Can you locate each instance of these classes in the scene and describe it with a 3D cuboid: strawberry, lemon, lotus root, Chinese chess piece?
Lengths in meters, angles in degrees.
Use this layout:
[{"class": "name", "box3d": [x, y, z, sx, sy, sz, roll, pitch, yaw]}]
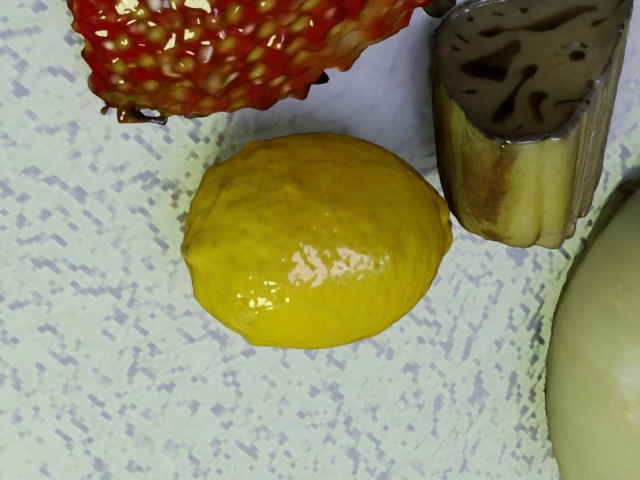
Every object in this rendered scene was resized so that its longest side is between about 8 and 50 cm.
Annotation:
[{"class": "strawberry", "box3d": [0.015, -0.163, 0.790, 0.233, 0.138, 0.306, 11, 111, -31]}, {"class": "lemon", "box3d": [0.000, 0.000, 0.888, 0.155, 0.114, 0.114, -2, 118, -30]}, {"class": "lotus root", "box3d": [0.108, -0.066, 0.922, 0.159, 0.095, 0.135, -47, 147, -47]}, {"class": "Chinese chess piece", "box3d": [0.299, 0.077, 1.055, 0.338, 0.140, 0.338, -11, 121, -19]}]
